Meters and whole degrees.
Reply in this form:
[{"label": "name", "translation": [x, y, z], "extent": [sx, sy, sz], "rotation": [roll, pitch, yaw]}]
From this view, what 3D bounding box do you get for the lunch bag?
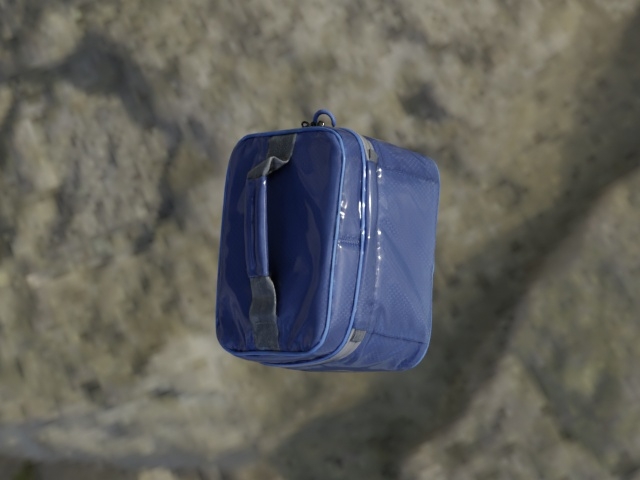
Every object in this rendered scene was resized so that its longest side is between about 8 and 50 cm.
[{"label": "lunch bag", "translation": [0.000, 0.000, 0.718], "extent": [0.067, 0.098, 0.065], "rotation": [-4, 170, 43]}]
